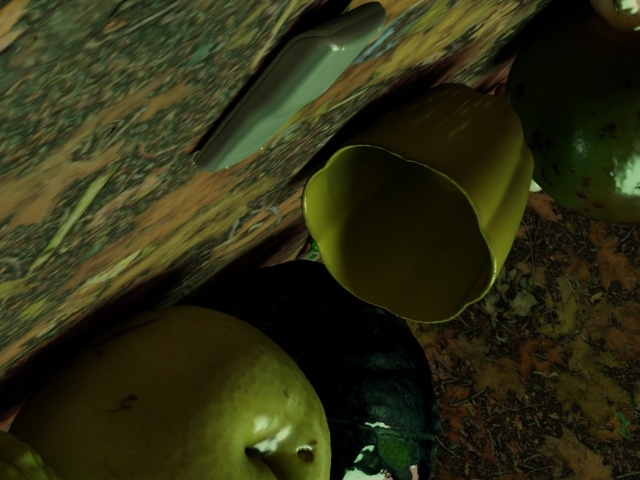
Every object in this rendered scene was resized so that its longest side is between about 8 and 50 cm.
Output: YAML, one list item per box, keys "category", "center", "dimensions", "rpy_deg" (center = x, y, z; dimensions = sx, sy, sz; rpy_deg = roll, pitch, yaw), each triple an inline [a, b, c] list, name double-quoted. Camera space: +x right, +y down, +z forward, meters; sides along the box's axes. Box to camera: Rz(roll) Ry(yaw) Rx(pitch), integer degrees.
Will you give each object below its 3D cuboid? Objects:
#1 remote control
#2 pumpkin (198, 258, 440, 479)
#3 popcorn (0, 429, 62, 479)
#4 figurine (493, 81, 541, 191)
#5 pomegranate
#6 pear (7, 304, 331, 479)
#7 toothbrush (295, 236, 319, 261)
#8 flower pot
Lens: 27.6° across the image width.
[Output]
- category: "remote control"
  center: [-0.020, -0.090, 0.796]
  dimensions: [0.061, 0.029, 0.162]
  rpy_deg: [-31, 172, -39]
- category: "pumpkin"
  center: [-0.035, 0.201, 1.512]
  dimensions: [0.266, 0.363, 0.363]
  rpy_deg: [15, 136, -40]
- category: "popcorn"
  center: [-0.302, 0.251, 1.008]
  dimensions: [0.249, 0.225, 0.249]
  rpy_deg: [-45, 162, -19]
- category: "figurine"
  center: [0.184, -0.097, 1.540]
  dimensions: [0.200, 0.133, 0.276]
  rpy_deg: [-3, -158, 39]
- category: "pomegranate"
  center: [0.319, -0.176, 1.368]
  dimensions: [0.291, 0.323, 0.290]
  rpy_deg: [-31, -152, 19]
- category: "pear"
  center: [-0.145, 0.216, 1.230]
  dimensions: [0.309, 0.309, 0.309]
  rpy_deg: [-37, 175, -4]
- category: "toothbrush"
  center: [0.000, -0.002, 1.716]
  dimensions: [0.030, 0.030, 0.304]
  rpy_deg: [-36, 177, -14]
- category: "flower pot"
  center: [0.107, -0.051, 1.228]
  dimensions: [0.195, 0.195, 0.179]
  rpy_deg: [-43, -174, 47]
